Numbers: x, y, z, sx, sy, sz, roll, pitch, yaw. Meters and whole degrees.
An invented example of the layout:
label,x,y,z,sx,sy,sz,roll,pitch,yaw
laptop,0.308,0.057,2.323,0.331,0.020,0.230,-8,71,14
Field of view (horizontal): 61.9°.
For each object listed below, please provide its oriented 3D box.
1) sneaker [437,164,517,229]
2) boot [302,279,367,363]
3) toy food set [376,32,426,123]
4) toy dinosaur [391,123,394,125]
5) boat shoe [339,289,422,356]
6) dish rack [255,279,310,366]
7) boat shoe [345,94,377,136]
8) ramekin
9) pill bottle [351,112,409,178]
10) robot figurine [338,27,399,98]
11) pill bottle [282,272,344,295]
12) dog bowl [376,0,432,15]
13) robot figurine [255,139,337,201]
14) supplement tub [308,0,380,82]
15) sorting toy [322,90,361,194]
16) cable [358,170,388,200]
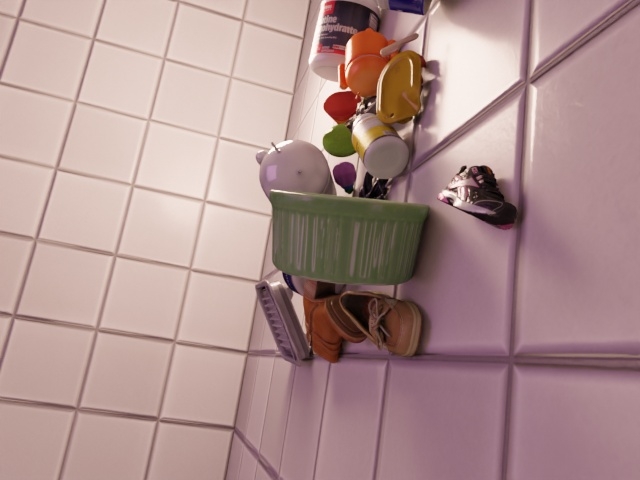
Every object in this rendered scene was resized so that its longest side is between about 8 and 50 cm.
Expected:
label,x,y,z,sx,sy,sz,roll,pitch,yaw
sneaker,0.233,-0.075,0.789,0.077,0.072,0.178,-65,21,10
boot,0.030,0.219,1.298,0.283,0.109,0.220,40,135,49
toy food set,0.197,-0.352,1.210,0.128,0.071,0.218,-16,62,48
toy dinosaur,0.156,-0.297,1.297,0.082,0.090,0.047,46,-125,-50
boat shoe,0.112,0.154,1.034,0.285,0.089,0.105,-172,94,-76
dish rack,-0.119,0.257,1.744,0.286,0.072,0.333,67,163,2
boat shoe,0.124,-0.339,1.416,0.081,0.068,0.228,-49,2,-23
ramekin,0.048,-0.009,1.022,0.303,0.303,0.148,-151,66,-76
pill bottle,0.130,-0.225,1.232,0.184,0.103,0.103,-108,32,-54
robot figurine,0.128,-0.476,1.448,0.128,0.158,0.219,93,180,-54
pill bottle,-0.029,0.088,1.544,0.264,0.153,0.153,180,102,-77
dog bowl,0.202,-0.616,1.111,0.265,0.104,0.265,17,-90,-79
robot figurine,-0.061,-0.161,1.562,0.200,0.300,0.353,-55,-19,-11
supplement tub,0.079,-0.648,1.666,0.191,0.191,0.272,-171,92,-77
sorting toy,0.078,-0.288,1.620,0.126,0.127,0.366,70,-163,-55
cable,0.125,-0.140,1.334,0.184,0.047,0.151,128,151,-63
